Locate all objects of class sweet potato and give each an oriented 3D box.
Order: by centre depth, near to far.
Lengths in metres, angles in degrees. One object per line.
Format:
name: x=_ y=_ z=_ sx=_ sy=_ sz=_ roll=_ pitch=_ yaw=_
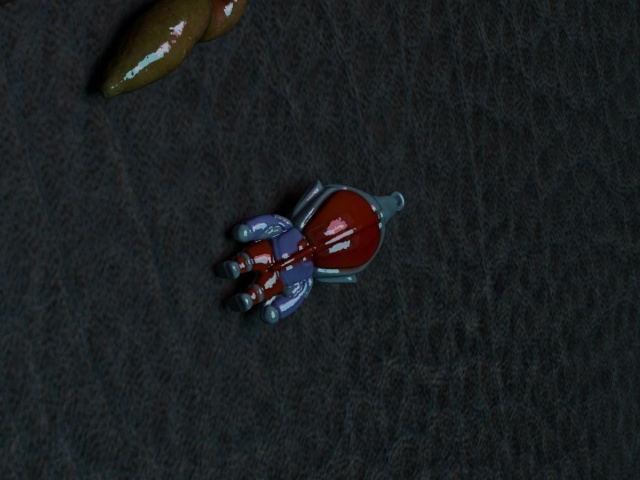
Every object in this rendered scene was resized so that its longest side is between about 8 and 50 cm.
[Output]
sweet potato: x=-0.117 y=-0.175 z=1.359 sx=0.055 sy=0.058 sz=0.202 roll=56 pitch=45 yaw=-10

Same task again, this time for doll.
doll: x=0.000 y=0.000 z=1.510 sx=0.227 sy=0.075 sz=0.102 roll=-31 pitch=106 yaw=-39

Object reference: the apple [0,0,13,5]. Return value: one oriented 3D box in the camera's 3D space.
apple: x=-0.242 y=-0.293 z=1.025 sx=0.305 sy=0.235 sz=0.306 roll=-2 pitch=92 yaw=-53
